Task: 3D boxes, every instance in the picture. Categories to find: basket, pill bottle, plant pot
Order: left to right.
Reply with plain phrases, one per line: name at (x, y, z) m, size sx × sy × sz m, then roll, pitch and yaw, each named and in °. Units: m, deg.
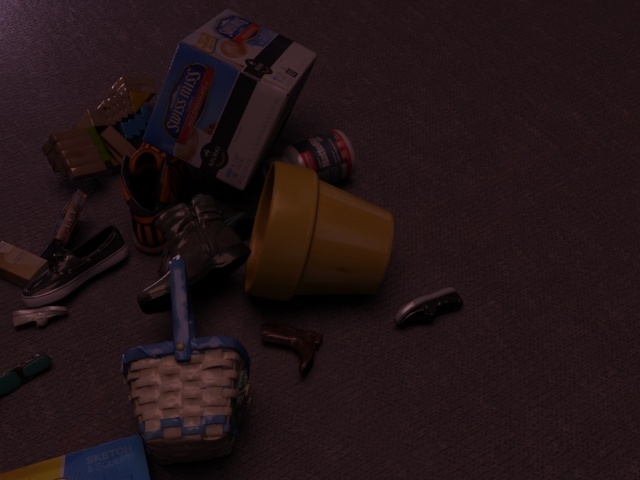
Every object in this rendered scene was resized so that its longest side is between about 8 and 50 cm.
basket at (-0.215, 0.203, 1.339) m, size 0.201 × 0.255 × 0.289 m, roll -9°, pitch 67°, yaw -7°
pill bottle at (-0.025, -0.160, 1.763) m, size 0.180 × 0.108 × 0.108 m, roll -23°, pitch 52°, yaw -19°
plant pot at (0.000, 0.000, 1.543) m, size 0.239 × 0.254 × 0.254 m, roll 13°, pitch 47°, yaw -11°

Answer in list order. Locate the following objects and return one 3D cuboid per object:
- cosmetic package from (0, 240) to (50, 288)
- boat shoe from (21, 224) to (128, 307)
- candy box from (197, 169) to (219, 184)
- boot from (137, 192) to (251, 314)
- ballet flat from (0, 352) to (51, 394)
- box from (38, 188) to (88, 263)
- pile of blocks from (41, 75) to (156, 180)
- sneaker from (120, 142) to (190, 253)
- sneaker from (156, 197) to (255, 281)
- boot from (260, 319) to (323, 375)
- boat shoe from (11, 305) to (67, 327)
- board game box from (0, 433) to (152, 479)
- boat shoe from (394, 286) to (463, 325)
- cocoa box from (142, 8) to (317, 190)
cosmetic package at (-0.588, 0.051, 1.608) m, size 0.115 × 0.041 × 0.060 m, roll 19°, pitch 50°, yaw 16°
boat shoe at (-0.473, 0.043, 1.579) m, size 0.228 × 0.076 × 0.080 m, roll -31°, pitch 32°, yaw -28°
candy box at (-0.246, -0.212, 1.847) m, size 0.109 × 0.053 × 0.186 m, roll -28°, pitch 55°, yaw -25°
boot at (-0.261, 0.020, 1.511) m, size 0.246 × 0.083 × 0.161 m, roll -31°, pitch 75°, yaw -33°
ballet flat at (-0.529, 0.232, 1.450) m, size 0.114 × 0.041 × 0.041 m, roll -30°, pitch 54°, yaw -25°
box at (-0.513, -0.027, 1.648) m, size 0.027 × 0.094 × 0.137 m, roll 32°, pitch 43°, yaw -23°
pile of blocks at (-0.479, -0.232, 1.843) m, size 0.149 × 0.113 × 0.362 m, roll 46°, pitch 44°, yaw -13°
sneaker at (-0.336, -0.144, 1.695) m, size 0.125 × 0.180 × 0.321 m, roll -6°, pitch 48°, yaw -6°
sneaker at (-0.222, 0.017, 1.604) m, size 0.106 × 0.101 × 0.267 m, roll 20°, pitch 51°, yaw 14°
boot at (-0.064, 0.190, 1.487) m, size 0.114 × 0.037 × 0.106 m, roll 16°, pitch 36°, yaw 9°
boat shoe at (-0.520, 0.144, 1.533) m, size 0.100 × 0.035 × 0.035 m, roll -7°, pitch 75°, yaw -12°
board game box at (-0.396, 0.446, 1.231) m, size 0.317 × 0.064 × 0.242 m, roll -14°, pitch 49°, yaw -13°
boat shoe at (0.204, 0.128, 1.541) m, size 0.142 × 0.049 × 0.040 m, roll -22°, pitch 52°, yaw -22°
cocoa box at (-0.177, -0.300, 1.702) m, size 0.228 × 0.231 × 0.347 m, roll 27°, pitch 27°, yaw -3°
